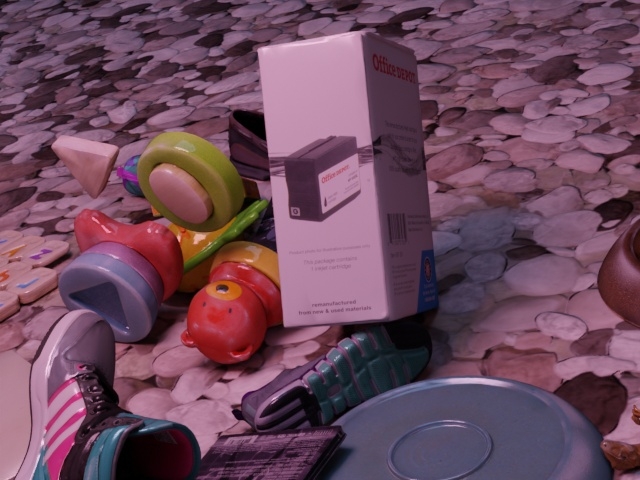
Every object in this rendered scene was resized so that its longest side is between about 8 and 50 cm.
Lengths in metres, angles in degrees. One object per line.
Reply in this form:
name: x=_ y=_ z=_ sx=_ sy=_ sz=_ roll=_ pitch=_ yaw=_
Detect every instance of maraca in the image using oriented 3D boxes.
maraca: x=-0.144 y=0.003 z=1.780 sx=0.186 sy=0.099 sz=0.127 roll=-32 pitch=15 yaw=26

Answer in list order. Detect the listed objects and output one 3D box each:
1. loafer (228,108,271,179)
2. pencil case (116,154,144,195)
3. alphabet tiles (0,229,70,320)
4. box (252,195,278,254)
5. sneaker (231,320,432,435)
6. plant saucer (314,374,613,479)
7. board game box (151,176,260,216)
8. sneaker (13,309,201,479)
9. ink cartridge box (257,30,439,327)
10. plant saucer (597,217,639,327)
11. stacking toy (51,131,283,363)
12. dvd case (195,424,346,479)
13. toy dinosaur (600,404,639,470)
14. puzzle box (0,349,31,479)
loafer: x=-0.028 y=-0.140 z=2.050 sx=0.302 sy=0.095 sz=0.109 roll=9 pitch=34 yaw=40
pencil case: x=-0.242 y=-0.090 z=2.091 sx=0.070 sy=0.064 sz=0.152 roll=-2 pitch=12 yaw=-41
alphabet tiles: x=-0.507 y=0.063 z=1.960 sx=0.284 sy=0.021 sz=0.278 roll=11 pitch=34 yaw=41
box: x=0.000 y=0.000 z=1.770 sx=0.147 sy=0.077 sz=0.180 roll=-7 pitch=26 yaw=14
sneaker: x=0.011 y=0.141 z=1.477 sx=0.224 sy=0.083 sz=0.098 roll=-24 pitch=19 yaw=-24
plant saucer: x=0.117 y=0.215 z=1.311 sx=0.318 sy=0.043 sz=0.317 roll=-11 pitch=25 yaw=5
board game box: x=-0.155 y=-0.058 z=1.906 sx=0.124 sy=0.039 sz=0.259 roll=-12 pitch=-2 yaw=2
sneaker: x=-0.201 y=0.183 z=1.339 sx=0.178 sy=0.124 sz=0.295 roll=-14 pitch=51 yaw=24
ink cartridge box: x=0.036 y=-0.064 z=1.544 sx=0.129 sy=0.307 sz=0.223 roll=-5 pitch=-1 yaw=19
plant saucer: x=0.467 y=0.013 z=1.547 sx=0.311 sy=0.050 sz=0.310 roll=-11 pitch=24 yaw=5
stacking toy: x=-0.203 y=0.020 z=1.620 sx=0.309 sy=0.279 sz=0.130 roll=4 pitch=41 yaw=30
dvd case: x=-0.090 y=0.255 z=1.306 sx=0.164 sy=0.018 sz=0.221 roll=-11 pitch=25 yaw=38
toy dinosaur: x=0.365 y=0.165 z=1.288 sx=0.211 sy=0.064 sz=0.112 roll=-21 pitch=43 yaw=7
puzzle box: x=-0.454 y=0.267 z=1.478 sx=0.409 sy=0.052 sz=0.272 roll=-27 pitch=29 yaw=-26
